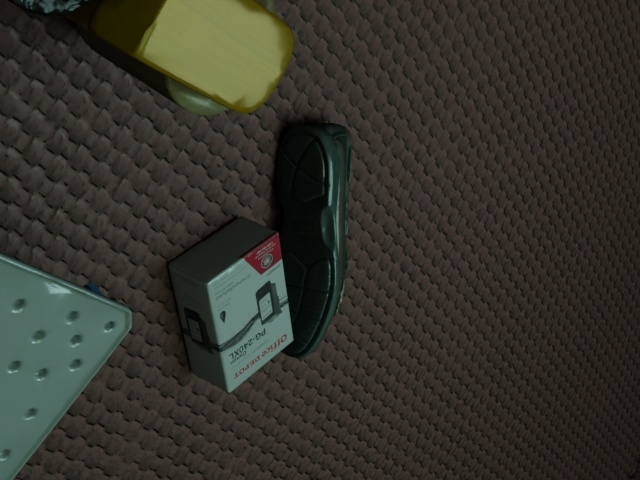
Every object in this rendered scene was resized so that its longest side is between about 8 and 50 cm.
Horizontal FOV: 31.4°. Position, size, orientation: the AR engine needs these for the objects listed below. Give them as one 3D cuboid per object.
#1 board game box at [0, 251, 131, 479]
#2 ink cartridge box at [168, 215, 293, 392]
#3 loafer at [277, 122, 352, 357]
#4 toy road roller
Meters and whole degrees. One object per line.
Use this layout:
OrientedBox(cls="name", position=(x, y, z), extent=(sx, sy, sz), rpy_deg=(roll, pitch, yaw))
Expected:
OrientedBox(cls="board game box", position=(-0.378, 0.139, 0.805), extent=(0.390, 0.050, 0.390), rpy_deg=(-51, 145, 5))
OrientedBox(cls="ink cartridge box", position=(-0.091, 0.069, 1.211), extent=(0.109, 0.063, 0.150), rpy_deg=(-37, 134, -36))
OrientedBox(cls="loafer", position=(0.000, 0.000, 1.273), extent=(0.084, 0.096, 0.268), rpy_deg=(-21, 122, -53))
OrientedBox(cls="toy road roller", position=(-0.137, -0.260, 0.828), extent=(0.241, 0.202, 0.329), rpy_deg=(-58, 145, 3))
